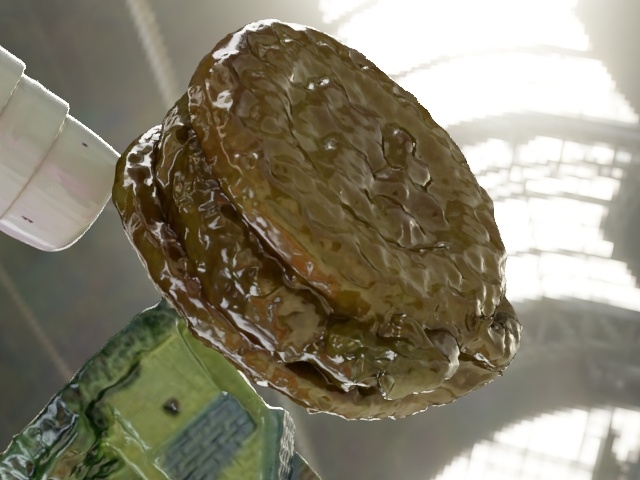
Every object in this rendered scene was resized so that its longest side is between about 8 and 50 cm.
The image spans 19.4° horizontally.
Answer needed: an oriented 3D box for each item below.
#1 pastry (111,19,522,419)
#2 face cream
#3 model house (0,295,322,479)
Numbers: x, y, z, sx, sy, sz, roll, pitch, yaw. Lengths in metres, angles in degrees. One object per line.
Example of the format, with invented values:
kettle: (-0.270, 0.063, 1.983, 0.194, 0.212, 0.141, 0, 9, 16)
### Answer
pastry: (0.000, 0.000, 1.041, 0.132, 0.235, 0.240, -41, -14, 30)
face cream: (-0.266, -0.107, 1.053, 0.102, 0.346, 0.102, -50, 15, 19)
model house: (-0.099, 0.169, 1.333, 0.195, 0.189, 0.214, -44, -10, -11)
